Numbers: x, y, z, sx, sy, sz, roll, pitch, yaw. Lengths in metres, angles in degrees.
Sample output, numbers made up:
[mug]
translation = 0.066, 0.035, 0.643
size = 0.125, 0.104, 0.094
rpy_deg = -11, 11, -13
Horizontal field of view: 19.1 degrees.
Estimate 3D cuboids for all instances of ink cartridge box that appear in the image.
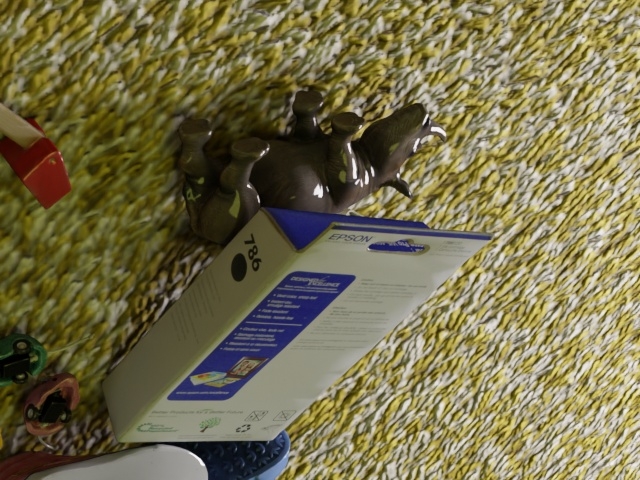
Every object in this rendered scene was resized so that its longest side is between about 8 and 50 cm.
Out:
[ink cartridge box]
translation = -0.024, 0.057, 1.506
size = 0.165, 0.065, 0.332
rpy_deg = 5, 145, -38

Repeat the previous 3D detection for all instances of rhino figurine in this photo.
[rhino figurine]
translation = -0.002, -0.060, 1.493
size = 0.243, 0.073, 0.106
rpy_deg = -15, 133, -29

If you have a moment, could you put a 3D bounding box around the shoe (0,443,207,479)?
[shoe]
translation = -0.186, 0.198, 1.579
size = 0.178, 0.081, 0.064
rpy_deg = -4, 100, -37

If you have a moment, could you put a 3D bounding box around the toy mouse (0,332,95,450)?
[toy mouse]
translation = -0.236, 0.113, 1.504
size = 0.143, 0.031, 0.161
rpy_deg = -45, 141, 6

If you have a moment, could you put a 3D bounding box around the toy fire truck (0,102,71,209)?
[toy fire truck]
translation = -0.266, -0.068, 1.298
size = 0.135, 0.047, 0.192
rpy_deg = -36, 140, -6

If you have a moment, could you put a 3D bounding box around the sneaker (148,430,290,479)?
[sneaker]
translation = -0.133, 0.229, 1.663
size = 0.232, 0.081, 0.090
rpy_deg = -20, 141, -13

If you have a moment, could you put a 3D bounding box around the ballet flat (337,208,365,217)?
[ballet flat]
translation = 0.000, 0.000, 1.570
size = 0.188, 0.070, 0.070
rpy_deg = 14, 117, -47
